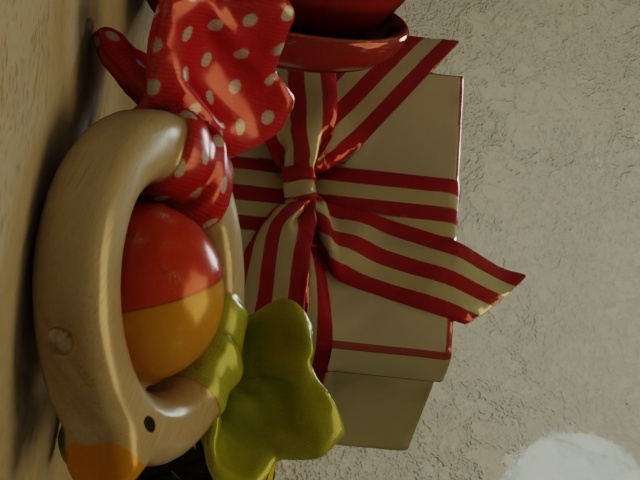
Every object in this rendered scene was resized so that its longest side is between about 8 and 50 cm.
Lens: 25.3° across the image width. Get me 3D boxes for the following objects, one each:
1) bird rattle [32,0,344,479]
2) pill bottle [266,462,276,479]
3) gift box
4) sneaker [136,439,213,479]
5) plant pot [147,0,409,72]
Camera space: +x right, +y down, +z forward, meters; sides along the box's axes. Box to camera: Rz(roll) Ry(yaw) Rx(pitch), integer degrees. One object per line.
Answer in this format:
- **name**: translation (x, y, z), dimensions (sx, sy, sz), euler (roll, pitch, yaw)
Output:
- **bird rattle**: translation (-0.066, 0.009, 0.677), dimensions (0.207, 0.143, 0.254), euler (-41, 137, -67)
- **pill bottle**: translation (-0.103, 0.221, 1.450), dimensions (0.119, 0.119, 0.208), euler (109, -13, -84)
- **gift box**: translation (0.000, 0.000, 1.065), dimensions (0.258, 0.276, 0.255), euler (95, -5, -65)
- **sneaker**: translation (-0.105, 0.121, 0.906), dimensions (0.124, 0.107, 0.283), euler (-111, -155, -50)
- **plant pot**: translation (-0.012, -0.204, 0.871), dimensions (0.191, 0.191, 0.174), euler (-87, -172, -67)
